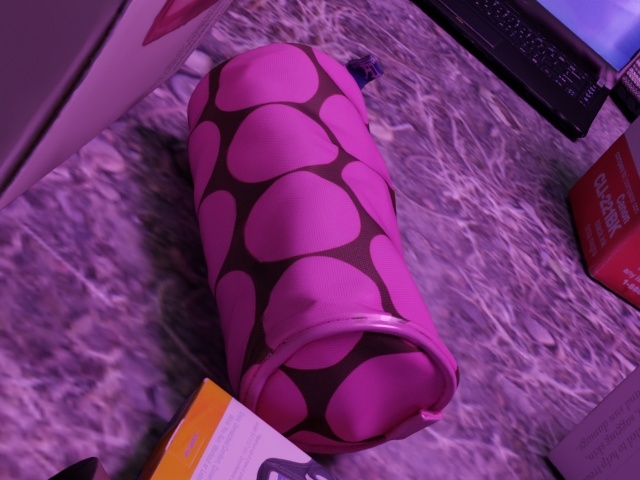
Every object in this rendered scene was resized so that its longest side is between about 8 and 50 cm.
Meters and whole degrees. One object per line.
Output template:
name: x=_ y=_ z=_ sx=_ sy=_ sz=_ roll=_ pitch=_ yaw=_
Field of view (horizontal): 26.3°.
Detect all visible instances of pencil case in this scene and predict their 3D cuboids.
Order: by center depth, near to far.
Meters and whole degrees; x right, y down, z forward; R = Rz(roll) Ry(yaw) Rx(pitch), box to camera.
pencil case: x=0.000 y=0.000 z=0.590 sx=0.098 sy=0.095 sz=0.209 roll=43 pitch=23 yaw=-35

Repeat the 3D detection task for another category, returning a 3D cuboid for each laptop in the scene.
laptop: x=0.195 y=-0.237 z=1.167 sx=0.234 sy=0.136 sz=0.264 roll=41 pitch=26 yaw=3

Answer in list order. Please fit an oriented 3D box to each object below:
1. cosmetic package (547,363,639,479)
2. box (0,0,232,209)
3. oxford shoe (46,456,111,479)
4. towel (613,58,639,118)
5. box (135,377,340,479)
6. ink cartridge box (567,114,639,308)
cosmetic package: x=0.229 y=0.095 z=0.715 sx=0.231 sy=0.117 sz=0.085 roll=4 pitch=43 yaw=-53
box: x=-0.122 y=-0.134 z=0.588 sx=0.148 sy=0.127 sz=0.232 roll=39 pitch=25 yaw=-4
oxford shoe: x=-0.058 y=0.115 z=0.301 sx=0.076 sy=0.076 sz=0.212 roll=57 pitch=7 yaw=-7
towel: x=0.407 y=-0.091 z=1.317 sx=0.324 sy=0.056 sz=0.312 roll=17 pitch=34 yaw=-41
box: x=-0.004 y=0.114 z=0.471 sx=0.136 sy=0.028 sz=0.081 roll=40 pitch=26 yaw=-6
ink cartridge box: x=0.329 y=-0.049 z=0.894 sx=0.197 sy=0.273 sz=0.114 roll=32 pitch=27 yaw=-17
